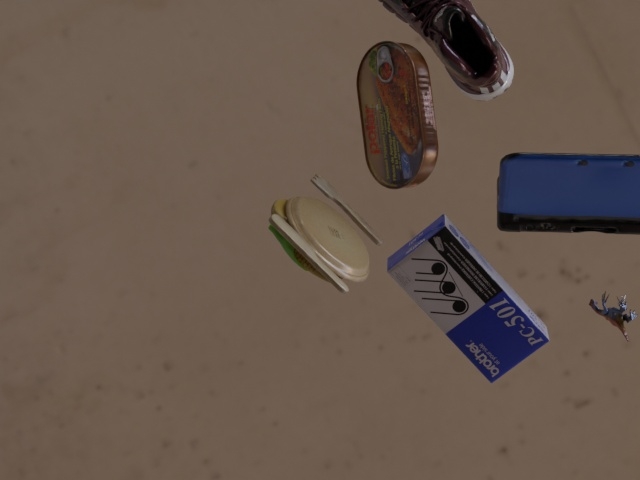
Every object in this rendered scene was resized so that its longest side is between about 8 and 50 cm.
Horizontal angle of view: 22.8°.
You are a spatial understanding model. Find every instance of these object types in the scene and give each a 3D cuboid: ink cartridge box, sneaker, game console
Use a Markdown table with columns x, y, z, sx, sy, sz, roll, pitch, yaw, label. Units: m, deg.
| x | y | z | sx | sy | sz | roll | pitch | yaw | label |
| --- | --- | --- | --- | --- | --- | --- | --- | --- | --- |
| 0.186 | 0.075 | 2.005 | 0.207 | 0.097 | 0.046 | 46 | 18 | -15 | ink cartridge box |
| 0.152 | -0.311 | 2.070 | 0.281 | 0.106 | 0.162 | 49 | 5 | 6 | sneaker |
| 0.417 | -0.104 | 2.419 | 0.250 | 0.293 | 0.173 | -78 | 169 | -62 | game console |

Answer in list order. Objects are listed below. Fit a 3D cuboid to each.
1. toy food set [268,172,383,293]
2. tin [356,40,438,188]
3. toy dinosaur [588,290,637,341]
| x | y | z | sx | sy | sz | roll | pitch | yaw | label |
| --- | --- | --- | --- | --- | --- | --- | --- | --- | --- |
| 0.000 | 0.000 | 1.771 | 0.132 | 0.038 | 0.192 | 45 | 23 | -1 | toy food set |
| 0.098 | -0.160 | 2.031 | 0.040 | 0.106 | 0.190 | -3 | 85 | -47 | tin |
| 0.428 | 0.108 | 2.361 | 0.047 | 0.082 | 0.090 | 31 | 63 | -22 | toy dinosaur |
